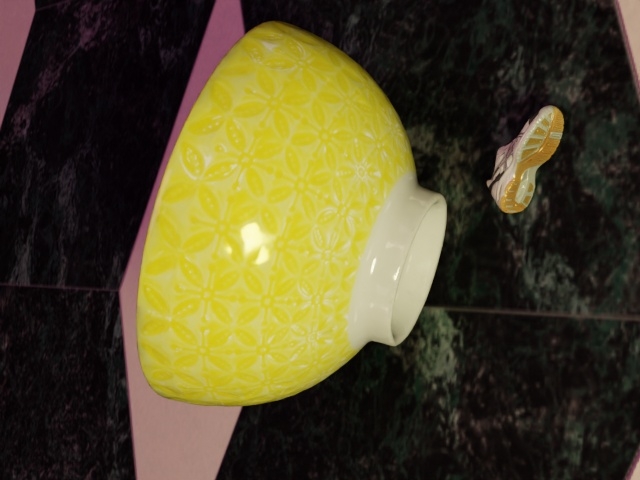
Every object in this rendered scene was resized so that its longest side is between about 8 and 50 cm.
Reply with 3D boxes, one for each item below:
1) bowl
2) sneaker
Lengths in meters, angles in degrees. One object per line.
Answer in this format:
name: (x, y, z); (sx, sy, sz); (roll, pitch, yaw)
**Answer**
bowl: (0.000, 0.000, 1.220); (0.156, 0.289, 0.289); (18, 100, 15)
sneaker: (0.137, -0.061, 1.159); (0.083, 0.032, 0.037); (-64, 35, 25)
